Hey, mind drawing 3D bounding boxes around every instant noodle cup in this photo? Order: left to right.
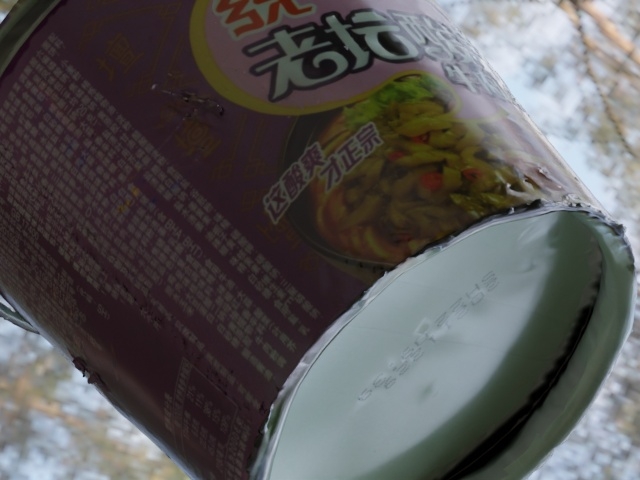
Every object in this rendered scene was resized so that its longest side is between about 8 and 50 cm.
[{"bbox_3d":[0.000,0.000,1.095,0.340,0.340,0.266,-52,-128,11],"label":"instant noodle cup"}]
